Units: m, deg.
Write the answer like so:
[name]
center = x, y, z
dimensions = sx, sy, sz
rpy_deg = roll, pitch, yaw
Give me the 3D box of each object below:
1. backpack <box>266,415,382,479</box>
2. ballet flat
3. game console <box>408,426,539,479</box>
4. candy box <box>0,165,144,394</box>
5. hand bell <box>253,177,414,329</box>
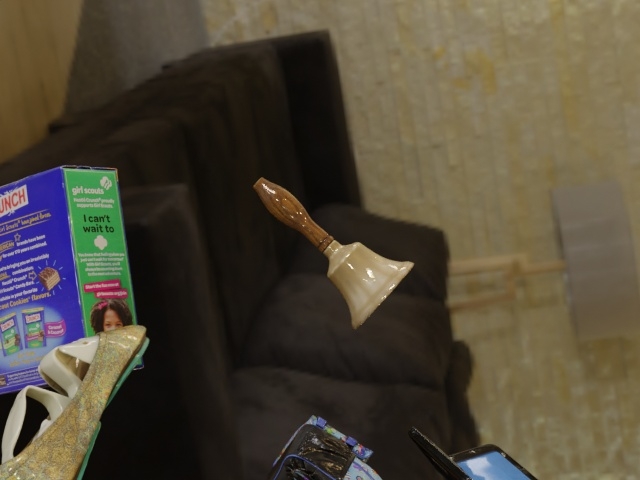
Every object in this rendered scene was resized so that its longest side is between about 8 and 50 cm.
[backpack]
center = 0.017, 0.337, 1.577
dimensions = 0.158, 0.173, 0.117
rpy_deg = -60, 180, 37
[ballet flat]
center = -0.312, 0.198, 1.483
dimensions = 0.348, 0.123, 0.123
rpy_deg = -71, 153, -52
[game console]
center = 0.166, 0.232, 1.247
dimensions = 0.107, 0.071, 0.122
rpy_deg = 53, -10, -32
[candy box]
center = -0.426, 0.066, 1.872
dimensions = 0.122, 0.268, 0.317
rpy_deg = -2, 80, -53
[hand bell]
center = 0.000, 0.000, 1.685
dimensions = 0.242, 0.126, 0.126
rpy_deg = 42, 9, 2
